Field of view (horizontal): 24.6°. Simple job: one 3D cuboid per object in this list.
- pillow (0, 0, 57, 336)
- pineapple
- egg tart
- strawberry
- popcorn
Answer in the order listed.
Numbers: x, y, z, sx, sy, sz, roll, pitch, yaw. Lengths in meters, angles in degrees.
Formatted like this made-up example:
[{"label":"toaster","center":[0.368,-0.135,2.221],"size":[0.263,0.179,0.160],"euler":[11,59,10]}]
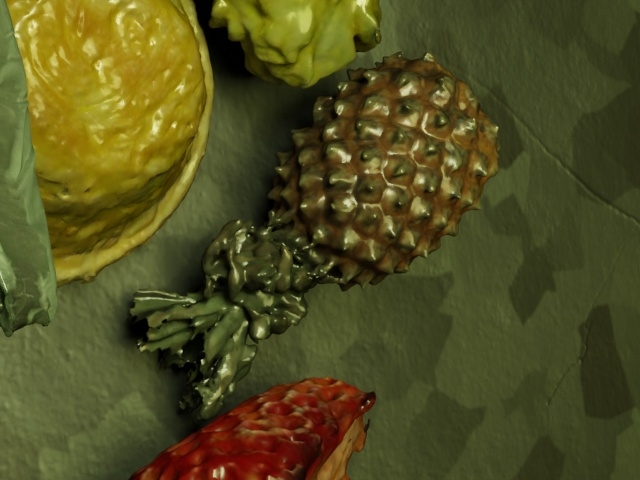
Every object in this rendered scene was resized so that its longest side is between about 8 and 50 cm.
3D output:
[{"label":"pillow","center":[-0.295,-0.083,0.901],"size":[0.138,0.283,0.310],"euler":[-15,94,-50]},{"label":"pineapple","center":[0.000,0.000,1.227],"size":[0.361,0.175,0.175],"euler":[-50,119,-19]},{"label":"egg tart","center":[-0.187,-0.113,1.082],"size":[0.319,0.128,0.319],"euler":[-1,91,-42]},{"label":"strawberry","center":[-0.072,0.214,1.146],"size":[0.253,0.150,0.280],"euler":[70,38,-67]},{"label":"popcorn","center":[-0.033,-0.215,1.185],"size":[0.195,0.173,0.168],"euler":[26,77,-74]}]
